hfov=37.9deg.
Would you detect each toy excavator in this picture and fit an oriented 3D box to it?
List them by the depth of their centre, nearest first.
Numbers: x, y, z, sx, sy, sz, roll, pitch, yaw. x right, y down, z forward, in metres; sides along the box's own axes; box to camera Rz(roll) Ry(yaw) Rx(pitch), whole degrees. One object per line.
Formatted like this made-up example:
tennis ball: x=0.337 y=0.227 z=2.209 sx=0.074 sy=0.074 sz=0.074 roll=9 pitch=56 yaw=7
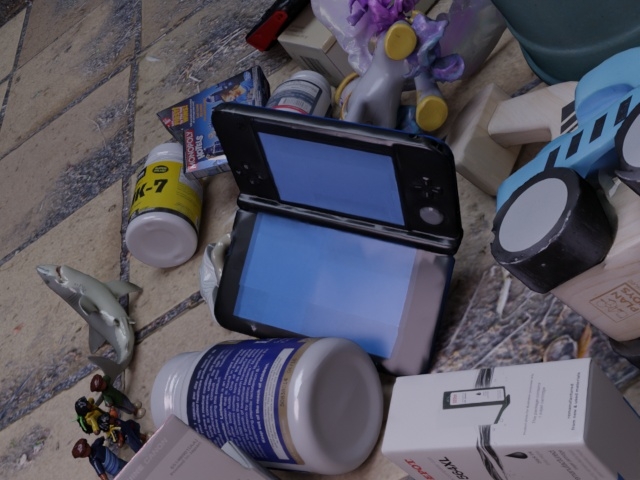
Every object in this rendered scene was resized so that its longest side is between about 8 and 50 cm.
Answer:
toy excavator: x=0.297 y=-0.083 z=0.975 sx=0.433 sy=0.222 sz=0.445 roll=-38 pitch=26 yaw=41

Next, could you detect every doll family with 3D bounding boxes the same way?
doll family: x=-0.295 y=0.262 z=1.292 sx=0.076 sy=0.111 sz=0.193 roll=-44 pitch=35 yaw=0

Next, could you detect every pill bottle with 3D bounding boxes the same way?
pill bottle: x=-0.070 y=0.193 z=1.104 sx=0.265 sy=0.153 sz=0.153 roll=-7 pitch=49 yaw=40
pill bottle: x=-0.037 y=-0.200 z=1.504 sx=0.108 sy=0.108 sz=0.180 roll=-23 pitch=26 yaw=27
pill bottle: x=-0.261 y=-0.065 z=1.590 sx=0.119 sy=0.119 sz=0.208 roll=-27 pitch=38 yaw=23

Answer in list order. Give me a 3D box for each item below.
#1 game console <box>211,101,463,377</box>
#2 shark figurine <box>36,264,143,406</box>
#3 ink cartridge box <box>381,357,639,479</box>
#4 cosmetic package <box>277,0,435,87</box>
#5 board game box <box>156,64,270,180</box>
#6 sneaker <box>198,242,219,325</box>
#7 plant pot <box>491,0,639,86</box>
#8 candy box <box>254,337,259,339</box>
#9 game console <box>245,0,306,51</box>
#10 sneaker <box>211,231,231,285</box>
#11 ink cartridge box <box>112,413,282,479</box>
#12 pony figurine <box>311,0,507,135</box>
game console: x=0.000 y=0.000 z=1.074 sx=0.293 sy=0.250 sz=0.173 roll=12 pitch=58 yaw=22
shark figurine: x=-0.352 y=0.158 z=1.499 sx=0.116 sy=0.166 sz=0.278 roll=-57 pitch=47 yaw=26
ink cartridge box: x=0.182 y=0.187 z=0.863 sx=0.203 sy=0.148 sz=0.086 roll=-13 pitch=47 yaw=37
cosmetic package: x=0.090 y=-0.413 z=1.604 sx=0.309 sy=0.113 sz=0.160 roll=-51 pitch=35 yaw=-9
board game box: x=-0.179 y=-0.185 z=1.579 sx=0.194 sy=0.060 sz=0.194 roll=-13 pitch=57 yaw=12
sneaker: x=-0.153 y=0.077 z=1.404 sx=0.061 sy=0.054 sz=0.152 roll=-57 pitch=33 yaw=36
plant pot: x=0.301 y=-0.400 z=1.116 sx=0.341 sy=0.334 sz=0.341 roll=-22 pitch=55 yaw=36
candy box: x=-0.066 y=0.053 z=1.353 sx=0.105 sy=0.027 sz=0.206 roll=-34 pitch=37 yaw=10
game console: x=0.014 y=-0.520 z=1.719 sx=0.386 sy=0.060 sz=0.342 roll=-50 pitch=8 yaw=-7
sneaker: x=-0.071 y=0.072 z=1.222 sx=0.103 sy=0.111 sz=0.252 roll=-52 pitch=46 yaw=-4
ink cartridge box: x=-0.178 y=0.336 z=0.970 sx=0.296 sy=0.261 sz=0.066 roll=-48 pitch=36 yaw=-6
pony figurine: x=0.099 y=-0.256 z=1.301 sx=0.363 sy=0.303 sz=0.351 roll=-92 pitch=27 yaw=-66
